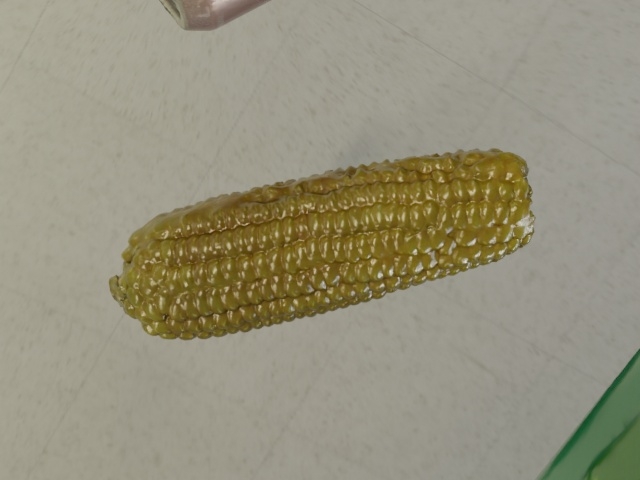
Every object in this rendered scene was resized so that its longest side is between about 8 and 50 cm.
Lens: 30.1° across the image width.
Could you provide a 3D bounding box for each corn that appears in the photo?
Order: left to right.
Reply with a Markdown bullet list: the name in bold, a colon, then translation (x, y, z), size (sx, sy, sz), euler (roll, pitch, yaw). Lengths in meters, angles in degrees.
- **corn**: translation (0.000, 0.000, 0.987), size (0.363, 0.120, 0.120), euler (-15, 107, 5)

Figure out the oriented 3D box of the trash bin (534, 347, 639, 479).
- **trash bin**: translation (0.229, 0.093, 0.343), size (0.295, 0.259, 0.381), euler (23, 134, -10)

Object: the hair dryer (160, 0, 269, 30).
- **hair dryer**: translation (-0.081, -0.315, 0.723), size (0.189, 0.107, 0.344), euler (-29, 95, -9)
